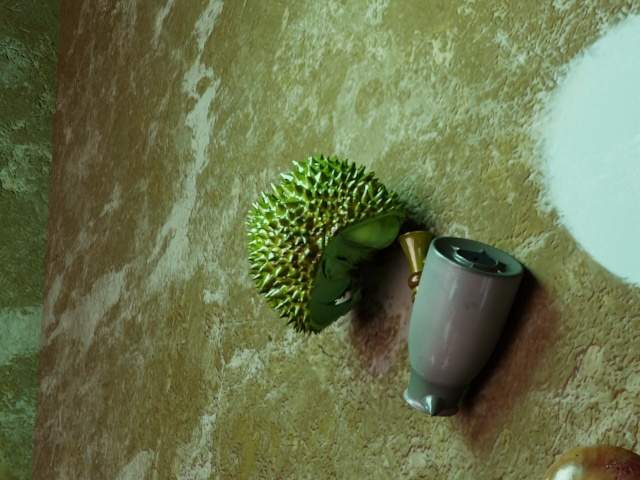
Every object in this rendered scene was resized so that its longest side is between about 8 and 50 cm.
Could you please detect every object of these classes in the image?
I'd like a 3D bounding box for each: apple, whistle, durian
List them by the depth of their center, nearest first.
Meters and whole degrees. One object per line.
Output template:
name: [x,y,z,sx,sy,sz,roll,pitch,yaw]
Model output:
apple: [0.254,0.252,1.082,0.146,0.146,0.146,-30,54,54]
whistle: [0.132,0.042,1.478,0.046,0.057,0.109,53,-156,-67]
durian: [0.000,-0.003,1.558,0.176,0.200,0.237,53,144,34]

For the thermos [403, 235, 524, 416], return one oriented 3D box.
thermos: [0.149,0.098,1.367,0.137,0.105,0.193,-81,5,-71]
